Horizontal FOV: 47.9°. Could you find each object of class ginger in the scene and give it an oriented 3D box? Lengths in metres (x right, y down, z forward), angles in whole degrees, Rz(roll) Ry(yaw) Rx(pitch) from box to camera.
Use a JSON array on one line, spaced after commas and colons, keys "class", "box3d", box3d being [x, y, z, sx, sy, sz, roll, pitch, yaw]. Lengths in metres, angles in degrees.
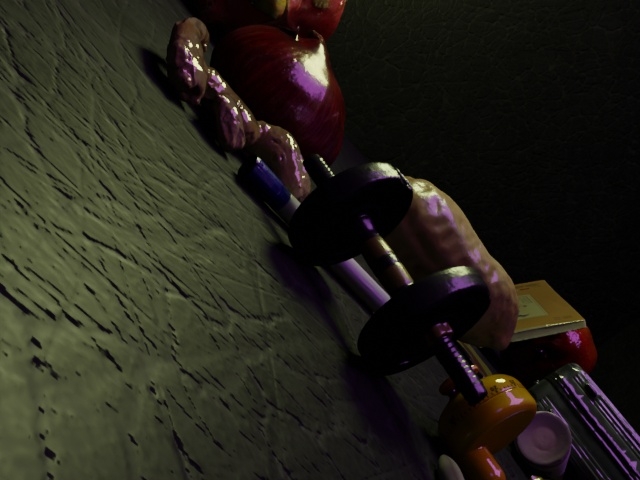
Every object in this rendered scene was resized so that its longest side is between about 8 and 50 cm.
[{"class": "ginger", "box3d": [-0.102, -0.143, 0.846, 0.259, 0.065, 0.149, 56, 22, -8]}]

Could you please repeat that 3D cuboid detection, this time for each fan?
[{"class": "fan", "box3d": [0.304, 0.237, 1.439, 0.230, 0.011, 0.335, 56, 10, 29]}]

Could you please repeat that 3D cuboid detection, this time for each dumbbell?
[{"class": "dumbbell", "box3d": [0.067, 0.027, 0.735, 0.325, 0.143, 0.143, 57, 11, 29]}]

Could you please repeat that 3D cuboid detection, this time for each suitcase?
[{"class": "suitcase", "box3d": [0.481, 0.378, 1.271, 0.312, 0.128, 0.202, 55, -10, 25]}]

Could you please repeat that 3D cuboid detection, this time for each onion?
[{"class": "onion", "box3d": [-0.049, -0.202, 1.027, 0.248, 0.161, 0.248, -20, 90, -78]}]

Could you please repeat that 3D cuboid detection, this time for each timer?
[{"class": "timer", "box3d": [0.176, 0.194, 0.742, 0.109, 0.107, 0.107, 54, 9, 35]}]

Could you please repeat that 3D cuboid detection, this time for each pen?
[{"class": "pen", "box3d": [0.000, 0.000, 0.853, 0.269, 0.033, 0.033, 46, 11, -31]}]

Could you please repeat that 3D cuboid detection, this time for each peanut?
[{"class": "peanut", "box3d": [0.225, 0.049, 1.308, 0.387, 0.169, 0.192, 51, 4, -14]}]

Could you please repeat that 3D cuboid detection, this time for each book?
[{"class": "book", "box3d": [0.511, 0.185, 1.902, 0.389, 0.268, 0.032, -71, 149, -78]}]

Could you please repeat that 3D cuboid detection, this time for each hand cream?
[{"class": "hand cream", "box3d": [0.366, 0.341, 1.189, 0.133, 0.083, 0.248, 57, 1, 23]}]

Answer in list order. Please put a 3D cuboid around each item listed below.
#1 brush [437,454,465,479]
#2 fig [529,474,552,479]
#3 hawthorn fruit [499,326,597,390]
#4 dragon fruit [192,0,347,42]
[{"class": "brush", "box3d": [0.121, 0.238, 0.530, 0.042, 0.039, 0.299, 48, 9, -14]}, {"class": "fig", "box3d": [0.314, 0.354, 0.729, 0.233, 0.167, 0.167, 10, -23, 42]}, {"class": "hawthorn fruit", "box3d": [0.593, 0.286, 1.905, 0.254, 0.254, 0.300, 57, 14, 28]}, {"class": "dragon fruit", "box3d": [-0.121, -0.515, 1.476, 0.225, 0.305, 0.305, 11, 39, -51]}]
